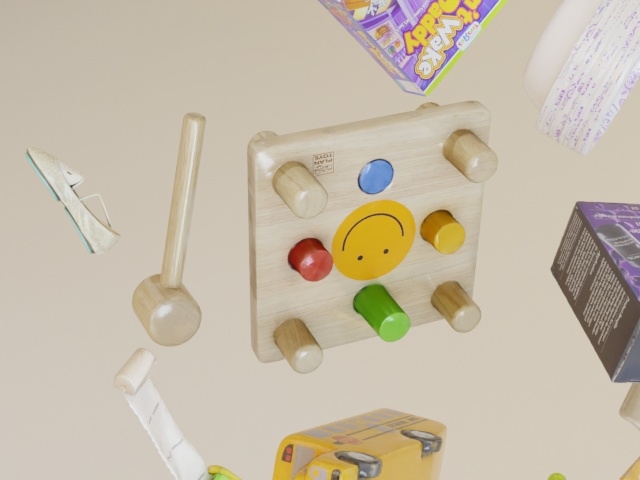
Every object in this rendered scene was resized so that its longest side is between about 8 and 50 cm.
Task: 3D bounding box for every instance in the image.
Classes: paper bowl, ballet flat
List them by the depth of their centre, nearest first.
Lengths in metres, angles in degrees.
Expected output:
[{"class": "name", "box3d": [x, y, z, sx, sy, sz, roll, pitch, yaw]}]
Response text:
[{"class": "ballet flat", "box3d": [-0.317, -0.059, 1.528, 0.168, 0.052, 0.057, 59, -5, -17]}, {"class": "paper bowl", "box3d": [0.412, -0.282, 1.782, 0.148, 0.284, 0.284, 33, -8, 11]}]

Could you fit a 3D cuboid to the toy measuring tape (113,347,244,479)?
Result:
[{"class": "toy measuring tape", "box3d": [-0.061, 0.227, 1.002, 0.121, 0.121, 0.330, -109, 177, -61]}]

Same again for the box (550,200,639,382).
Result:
[{"class": "box", "box3d": [0.377, 0.057, 1.342, 0.207, 0.153, 0.108, -110, -153, -51]}]

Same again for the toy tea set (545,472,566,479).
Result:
[{"class": "toy tea set", "box3d": [0.283, 0.286, 1.002, 0.336, 0.200, 0.124, -79, -174, -69]}]

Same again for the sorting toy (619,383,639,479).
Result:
[{"class": "sorting toy", "box3d": [0.481, 0.225, 1.478, 0.196, 0.348, 0.047, 43, -43, -1]}]

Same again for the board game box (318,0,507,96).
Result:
[{"class": "board game box", "box3d": [0.175, -0.419, 1.724, 0.233, 0.347, 0.078, 42, -6, -27]}]

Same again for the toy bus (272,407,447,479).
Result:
[{"class": "toy bus", "box3d": [0.047, 0.270, 1.353, 0.332, 0.130, 0.108, 2, 100, -63]}]

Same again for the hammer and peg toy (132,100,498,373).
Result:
[{"class": "hammer and peg toy", "box3d": [0.000, 0.000, 1.169, 0.127, 0.361, 0.266, -128, -147, -51]}]
